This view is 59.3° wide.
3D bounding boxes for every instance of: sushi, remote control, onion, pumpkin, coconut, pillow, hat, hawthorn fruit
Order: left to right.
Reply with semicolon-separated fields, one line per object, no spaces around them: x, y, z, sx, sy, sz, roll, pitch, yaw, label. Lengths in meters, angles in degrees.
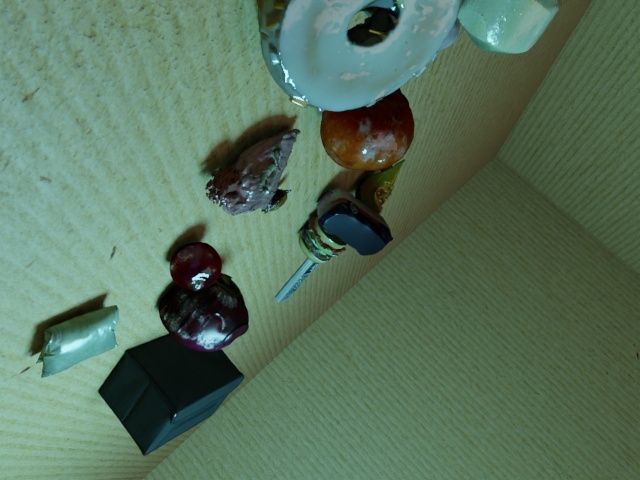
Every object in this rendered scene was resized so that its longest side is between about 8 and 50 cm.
-0.538;0.218;1.252;0.181;0.078;0.134;-24;152;-47;pillow
-0.306;0.066;1.384;0.131;0.131;0.131;-41;165;-14;onion
-0.321;0.210;1.559;0.216;0.206;0.207;-48;165;6;onion
-0.150;-0.138;1.282;0.286;0.107;0.237;-30;149;-58;hat
-0.126;-0.111;1.527;0.099;0.050;0.047;-49;172;-11;sushi
-0.094;0.164;2.391;0.250;0.034;0.103;-50;165;16;remote control
0.114;-0.301;1.349;0.242;0.242;0.272;-41;162;-14;hawthorn fruit
0.207;-0.205;2.071;0.248;0.126;0.131;-63;170;2;pumpkin
0.474;-0.610;1.459;0.245;0.245;0.247;-31;161;-43;coconut

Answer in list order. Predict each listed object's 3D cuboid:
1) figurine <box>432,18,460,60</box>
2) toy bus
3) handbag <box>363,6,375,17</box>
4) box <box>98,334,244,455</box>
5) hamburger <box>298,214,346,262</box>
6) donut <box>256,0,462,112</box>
0.290;-0.528;1.440;0.137;0.112;0.229;-47;176;-12;figurine
0.111;-0.063;1.919;0.127;0.147;0.302;-38;133;23;toy bus
0.192;-0.530;1.151;0.253;0.109;0.316;-54;157;18;handbag
-0.457;0.448;1.754;0.204;0.251;0.345;-51;163;22;box
0.002;0.001;1.970;0.137;0.175;0.175;-42;169;30;hamburger
0.062;-0.396;0.943;0.382;0.142;0.382;-21;147;-14;donut
